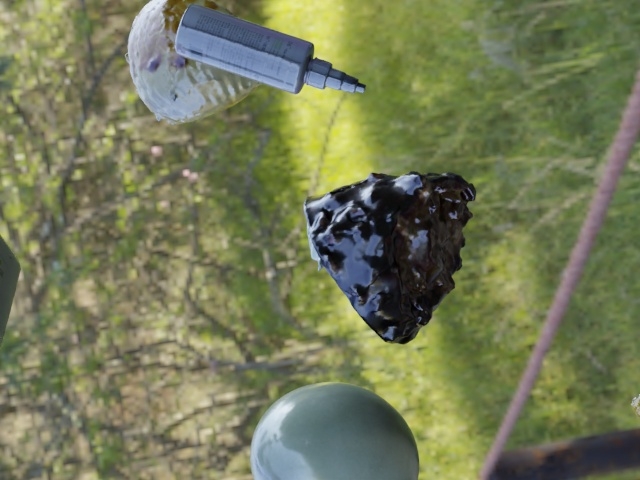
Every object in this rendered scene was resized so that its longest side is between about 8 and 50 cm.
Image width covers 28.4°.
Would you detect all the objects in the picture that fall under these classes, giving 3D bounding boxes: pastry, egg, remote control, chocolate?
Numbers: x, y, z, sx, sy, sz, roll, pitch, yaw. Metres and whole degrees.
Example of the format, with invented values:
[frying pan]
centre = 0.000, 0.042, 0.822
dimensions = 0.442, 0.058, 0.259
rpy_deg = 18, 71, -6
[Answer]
[pastry]
centre = -0.250, -0.323, 2.328
dimensions = 0.237, 0.256, 0.170
rpy_deg = 50, -129, -25
[egg]
centre = 0.018, 0.264, 1.522
dimensions = 0.253, 0.186, 0.187
rpy_deg = 34, -142, -53
[remote control]
centre = -0.374, 0.045, 1.368
dimensions = 0.103, 0.034, 0.250
rpy_deg = 60, -173, -25
[chocolate]
centre = 0.115, -0.004, 1.525
dimensions = 0.224, 0.177, 0.206
rpy_deg = 17, -137, -62

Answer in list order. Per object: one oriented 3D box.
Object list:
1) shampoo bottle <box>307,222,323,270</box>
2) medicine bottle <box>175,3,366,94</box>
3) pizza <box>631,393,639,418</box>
[shampoo bottle]
centre = 0.000, 0.000, 1.950
dimensions = 0.049, 0.034, 0.141
rpy_deg = -60, 18, 22
[medicine bottle]
centre = -0.048, -0.186, 1.295
dimensions = 0.057, 0.199, 0.058
rpy_deg = 18, -90, -84
[pizza]
centre = 0.472, 0.185, 1.150
dimensions = 0.280, 0.287, 0.075
rpy_deg = 36, 130, 41
